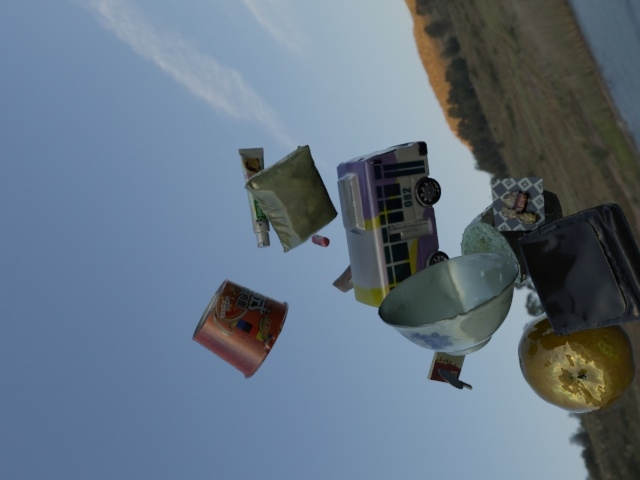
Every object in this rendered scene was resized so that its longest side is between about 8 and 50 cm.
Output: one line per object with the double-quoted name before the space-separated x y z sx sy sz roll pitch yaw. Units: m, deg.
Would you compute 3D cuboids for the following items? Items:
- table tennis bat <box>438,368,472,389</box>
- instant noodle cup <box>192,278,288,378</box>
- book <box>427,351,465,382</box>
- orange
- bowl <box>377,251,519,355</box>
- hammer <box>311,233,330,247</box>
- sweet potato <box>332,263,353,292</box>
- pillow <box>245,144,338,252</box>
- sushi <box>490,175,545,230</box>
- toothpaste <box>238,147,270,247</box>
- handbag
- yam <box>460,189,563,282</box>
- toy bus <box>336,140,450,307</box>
"table tennis bat" 0.482 0.500 1.971 0.158 0.014 0.095 28 -167 -26
"instant noodle cup" -0.235 0.241 1.584 0.192 0.250 0.250 30 -144 -12
"book" 0.537 0.476 2.297 0.162 0.022 0.232 17 -93 -29
"orange" 0.645 0.294 1.408 0.279 0.279 0.235 62 -155 -6
"bowl" 0.295 0.161 1.209 0.146 0.313 0.313 66 -155 -13
"hammer" 0.000 0.000 2.090 0.043 0.083 0.043 -11 -71 -35
"sweet potato" 0.132 0.107 1.947 0.077 0.243 0.077 28 -144 -23
"pillow" -0.066 -0.101 1.409 0.075 0.185 0.302 52 173 38
"sushi" 0.451 -0.083 1.277 0.026 0.120 0.126 -17 -78 -51
"toothpaste" -0.192 -0.133 1.694 0.058 0.056 0.314 6 -107 -60
"handbag" 0.561 0.064 1.169 0.080 0.223 0.247 -16 -96 -46
"yam" 0.527 -0.027 1.512 0.271 0.202 0.201 -29 -79 -30
"toy bus" 0.191 -0.045 1.560 0.249 0.209 0.440 -11 -83 -22
